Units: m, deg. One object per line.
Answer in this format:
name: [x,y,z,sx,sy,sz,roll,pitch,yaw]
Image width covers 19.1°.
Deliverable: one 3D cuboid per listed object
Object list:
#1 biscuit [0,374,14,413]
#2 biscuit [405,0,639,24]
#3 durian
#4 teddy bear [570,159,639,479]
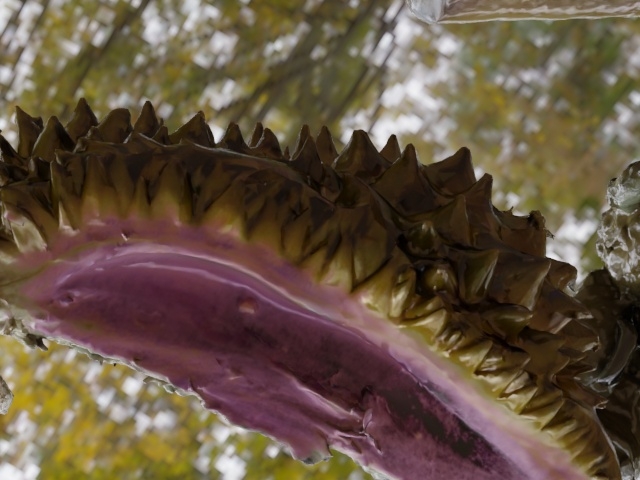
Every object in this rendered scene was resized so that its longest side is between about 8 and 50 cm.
biscuit: [-0.213,0.036,0.986,0.152,0.152,0.020,40,-105,8]
biscuit: [0.218,-0.252,1.433,0.290,0.237,0.062,-3,-122,-15]
durian: [-0.001,0.000,0.856,0.341,0.112,0.191,21,-141,-9]
teddy bear: [0.251,0.041,1.284,0.267,0.256,0.156,-2,-142,-34]
